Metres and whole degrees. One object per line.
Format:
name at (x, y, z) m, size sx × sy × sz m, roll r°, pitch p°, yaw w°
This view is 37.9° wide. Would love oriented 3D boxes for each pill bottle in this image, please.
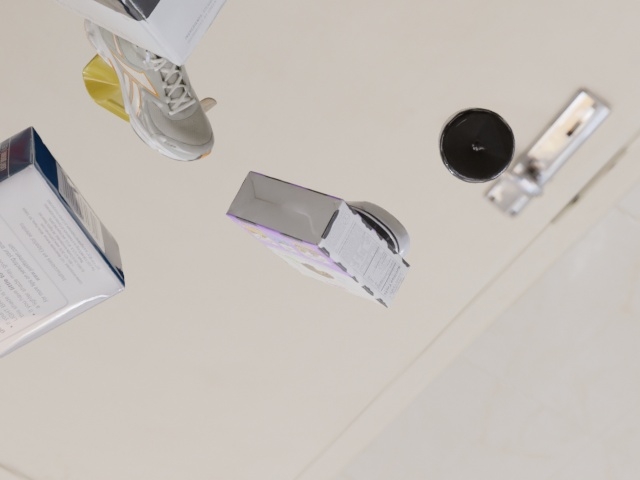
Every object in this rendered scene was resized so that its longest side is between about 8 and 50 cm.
pill bottle at (0.261, -0.165, 1.584) m, size 0.123 × 0.123 × 0.219 m, roll 38°, pitch -169°, yaw -1°

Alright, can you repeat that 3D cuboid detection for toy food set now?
toy food set at (-0.293, -0.261, 1.539) m, size 0.218 × 0.128 × 0.071 m, roll 32°, pitch -156°, yaw -43°

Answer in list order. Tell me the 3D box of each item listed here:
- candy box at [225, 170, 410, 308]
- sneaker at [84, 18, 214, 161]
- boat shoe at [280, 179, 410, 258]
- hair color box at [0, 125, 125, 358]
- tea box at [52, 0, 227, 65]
candy box at (0.000, 0.000, 1.218) m, size 0.164 × 0.070 × 0.196 m, roll 19°, pitch 166°, yaw 39°
sneaker at (-0.220, -0.229, 1.253) m, size 0.099 × 0.121 × 0.262 m, roll -36°, pitch -86°, yaw -34°
boat shoe at (-0.001, -0.019, 1.529) m, size 0.301 × 0.108 × 0.102 m, roll 22°, pitch -143°, yaw 27°
hair color box at (-0.395, 0.049, 0.949) m, size 0.174 × 0.347 × 0.105 m, roll 61°, pitch 179°, yaw -33°
tea box at (-0.227, -0.348, 0.698) m, size 0.329 × 0.220 × 0.323 m, roll 29°, pitch 171°, yaw 23°
